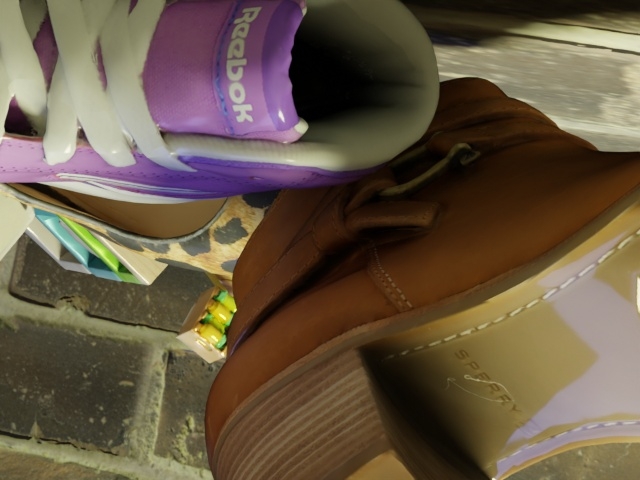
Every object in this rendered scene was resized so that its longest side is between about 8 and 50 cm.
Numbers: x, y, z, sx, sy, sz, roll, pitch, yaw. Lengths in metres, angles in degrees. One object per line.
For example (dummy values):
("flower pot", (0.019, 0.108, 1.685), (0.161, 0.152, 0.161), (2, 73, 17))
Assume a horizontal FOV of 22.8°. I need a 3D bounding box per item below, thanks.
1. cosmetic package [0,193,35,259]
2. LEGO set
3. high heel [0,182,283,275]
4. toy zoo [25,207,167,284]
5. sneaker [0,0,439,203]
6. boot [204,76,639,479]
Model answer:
("cosmetic package", (-0.313, -0.038, 0.834), (0.296, 0.129, 0.153), (9, 141, 38))
("LEGO set", (0.000, 0.000, 1.290), (0.107, 0.132, 0.287), (2, -163, 32))
("high heel", (-0.102, -0.041, 0.611), (0.261, 0.093, 0.186), (24, -170, 22))
("toy zoo", (-0.263, -0.041, 1.457), (0.192, 0.030, 0.293), (47, 163, -21))
("sneaker", (-0.090, -0.058, 0.460), (0.282, 0.102, 0.161), (-3, -177, -37))
("boot", (0.086, -0.002, 0.503), (0.109, 0.283, 0.220), (48, -168, -21))
